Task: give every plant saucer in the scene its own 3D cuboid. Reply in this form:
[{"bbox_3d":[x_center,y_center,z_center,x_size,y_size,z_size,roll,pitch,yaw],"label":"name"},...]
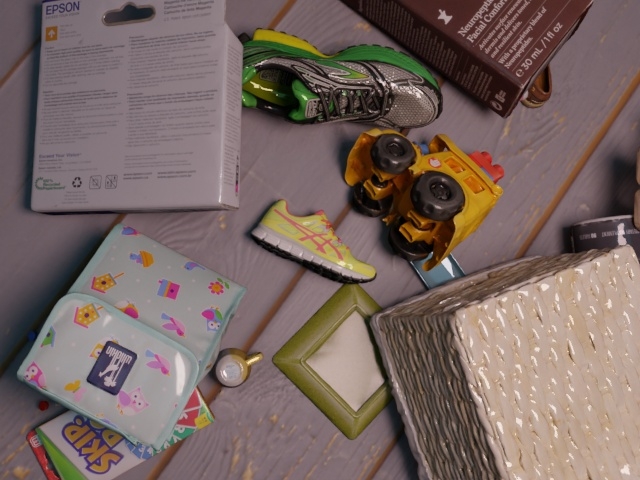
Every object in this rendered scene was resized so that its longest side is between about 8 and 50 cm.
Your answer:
[{"bbox_3d":[0.195,0.050,1.173,0.067,0.018,0.192,-35,91,-10],"label":"plant saucer"},{"bbox_3d":[0.053,0.190,1.127,0.188,0.045,0.188,45,81,-1],"label":"plant saucer"}]

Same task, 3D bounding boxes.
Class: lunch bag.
[{"bbox_3d":[-0.257,0.138,0.990,0.223,0.160,0.262,29,47,-3],"label":"lunch bag"}]

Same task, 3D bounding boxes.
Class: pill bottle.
[{"bbox_3d":[0.486,0.087,1.150,0.130,0.130,0.246,-5,85,-8],"label":"pill bottle"}]

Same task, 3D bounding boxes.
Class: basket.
[{"bbox_3d":[0.301,0.207,1.026,0.328,0.266,0.331,-18,89,-19],"label":"basket"}]

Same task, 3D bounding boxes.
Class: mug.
[{"bbox_3d":[-0.133,0.192,1.093,0.062,0.064,0.078,34,81,-2],"label":"mug"}]

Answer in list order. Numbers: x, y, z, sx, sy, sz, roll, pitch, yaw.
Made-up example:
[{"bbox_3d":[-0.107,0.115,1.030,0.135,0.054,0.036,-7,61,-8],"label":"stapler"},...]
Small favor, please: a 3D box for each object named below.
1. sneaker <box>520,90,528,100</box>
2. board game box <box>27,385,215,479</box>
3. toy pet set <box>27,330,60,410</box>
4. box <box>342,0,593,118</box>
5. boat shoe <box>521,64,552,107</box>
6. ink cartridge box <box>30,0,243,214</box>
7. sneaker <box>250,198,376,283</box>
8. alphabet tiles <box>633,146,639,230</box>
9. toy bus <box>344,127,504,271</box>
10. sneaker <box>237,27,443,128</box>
[{"bbox_3d":[0.288,-0.280,1.201,0.070,0.051,0.134,-34,86,-8],"label":"sneaker"},{"bbox_3d":[-0.305,0.285,1.079,0.259,0.039,0.124,-29,88,-6],"label":"board game box"},{"bbox_3d":[-0.373,0.187,1.077,0.114,0.065,0.122,-14,82,26],"label":"toy pet set"},{"bbox_3d":[0.209,-0.394,1.125,0.381,0.143,0.191,38,83,9],"label":"box"},{"bbox_3d":[0.361,-0.318,1.207,0.064,0.060,0.178,-11,86,-8],"label":"boat shoe"},{"bbox_3d":[-0.271,-0.204,1.046,0.324,0.071,0.330,0,84,20],"label":"ink cartridge box"},{"bbox_3d":[0.000,0.000,1.118,0.208,0.081,0.094,26,77,0],"label":"sneaker"},{"bbox_3d":[0.616,-0.062,1.148,0.284,0.021,0.278,10,81,-24],"label":"alphabet tiles"},{"bbox_3d":[0.179,-0.097,1.124,0.211,0.149,0.220,-32,70,-28],"label":"toy bus"},{"bbox_3d":[0.019,-0.221,1.097,0.343,0.134,0.146,8,42,-1],"label":"sneaker"}]
